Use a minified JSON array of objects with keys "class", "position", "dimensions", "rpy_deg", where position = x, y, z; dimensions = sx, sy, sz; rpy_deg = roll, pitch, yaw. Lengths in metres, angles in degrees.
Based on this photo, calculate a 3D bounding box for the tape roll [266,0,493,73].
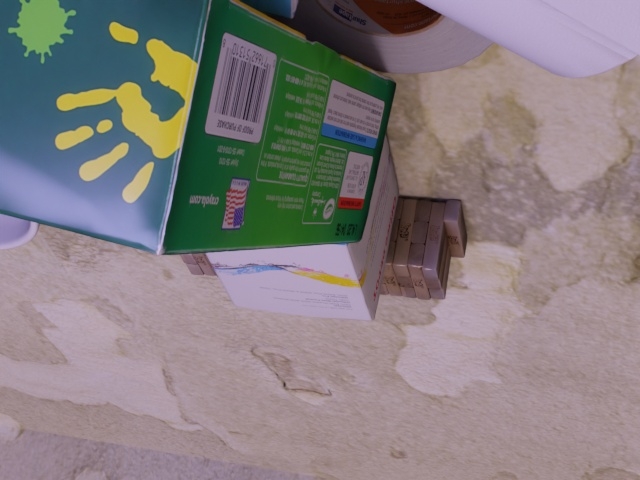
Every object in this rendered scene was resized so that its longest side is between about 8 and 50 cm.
[{"class":"tape roll","position":[0.054,-0.228,0.929],"dimensions":[0.219,0.072,0.219],"rpy_deg":[11,153,6]}]

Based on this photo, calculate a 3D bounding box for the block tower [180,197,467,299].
[{"class":"block tower","position":[0.000,0.000,1.370],"dimensions":[0.335,0.097,0.091],"rpy_deg":[4,153,15]}]

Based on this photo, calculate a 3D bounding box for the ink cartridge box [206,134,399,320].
[{"class":"ink cartridge box","position":[-0.023,-0.043,1.209],"dimensions":[0.168,0.171,0.233],"rpy_deg":[6,152,15]}]

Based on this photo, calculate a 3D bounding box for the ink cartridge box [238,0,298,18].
[{"class":"ink cartridge box","position":[-0.125,-0.299,0.730],"dimensions":[0.270,0.198,0.197],"rpy_deg":[11,154,2]}]

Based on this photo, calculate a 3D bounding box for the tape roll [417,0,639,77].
[{"class":"tape roll","position":[0.135,-0.241,0.681],"dimensions":[0.169,0.246,0.246],"rpy_deg":[24,151,-20]}]

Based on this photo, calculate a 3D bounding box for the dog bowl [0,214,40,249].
[{"class":"dog bowl","position":[-0.451,-0.095,1.368],"dimensions":[0.264,0.104,0.265],"rpy_deg":[10,153,5]}]

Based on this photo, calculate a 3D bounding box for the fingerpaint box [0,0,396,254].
[{"class":"fingerpaint box","position":[-0.181,-0.104,0.877],"dimensions":[0.371,0.163,0.445],"rpy_deg":[13,-175,15]}]
